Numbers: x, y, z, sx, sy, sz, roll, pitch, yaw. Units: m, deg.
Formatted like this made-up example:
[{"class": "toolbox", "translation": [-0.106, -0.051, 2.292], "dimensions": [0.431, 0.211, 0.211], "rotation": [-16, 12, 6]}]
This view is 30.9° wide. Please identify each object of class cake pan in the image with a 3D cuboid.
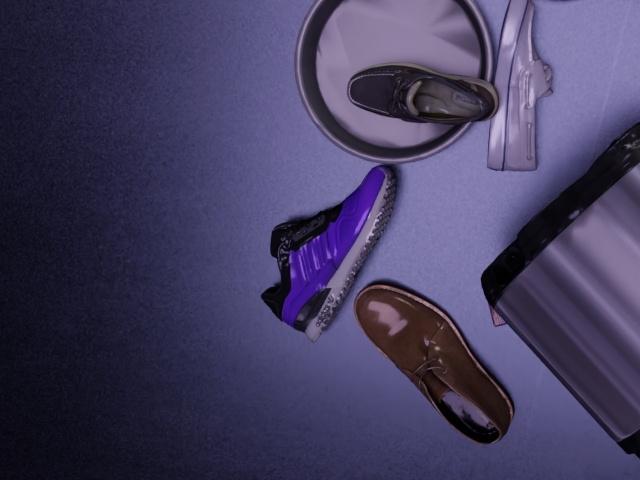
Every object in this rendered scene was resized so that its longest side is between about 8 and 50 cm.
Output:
[{"class": "cake pan", "translation": [0.109, -0.260, 1.703], "dimensions": [0.293, 0.054, 0.293], "rotation": [2, 99, 12]}]

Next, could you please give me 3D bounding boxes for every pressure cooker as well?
[{"class": "pressure cooker", "translation": [0.465, 0.091, 1.499], "dimensions": [0.420, 0.370, 0.375], "rotation": [49, 132, 13]}]

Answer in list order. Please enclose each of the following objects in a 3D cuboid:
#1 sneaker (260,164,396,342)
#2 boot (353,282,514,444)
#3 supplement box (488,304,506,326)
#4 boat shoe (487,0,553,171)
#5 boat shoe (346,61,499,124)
[{"class": "sneaker", "translation": [0.000, 0.000, 1.744], "dimensions": [0.146, 0.102, 0.293], "rotation": [30, 104, 8]}, {"class": "boot", "translation": [0.167, 0.183, 1.729], "dimensions": [0.305, 0.115, 0.112], "rotation": [43, 107, 4]}, {"class": "supplement box", "translation": [0.293, 0.090, 1.721], "dimensions": [0.083, 0.043, 0.055], "rotation": [-14, 96, 14]}, {"class": "boat shoe", "translation": [0.291, -0.225, 1.656], "dimensions": [0.084, 0.095, 0.258], "rotation": [6, 111, 8]}, {"class": "boat shoe", "translation": [0.137, -0.206, 1.630], "dimensions": [0.223, 0.073, 0.080], "rotation": [10, 104, 19]}]
